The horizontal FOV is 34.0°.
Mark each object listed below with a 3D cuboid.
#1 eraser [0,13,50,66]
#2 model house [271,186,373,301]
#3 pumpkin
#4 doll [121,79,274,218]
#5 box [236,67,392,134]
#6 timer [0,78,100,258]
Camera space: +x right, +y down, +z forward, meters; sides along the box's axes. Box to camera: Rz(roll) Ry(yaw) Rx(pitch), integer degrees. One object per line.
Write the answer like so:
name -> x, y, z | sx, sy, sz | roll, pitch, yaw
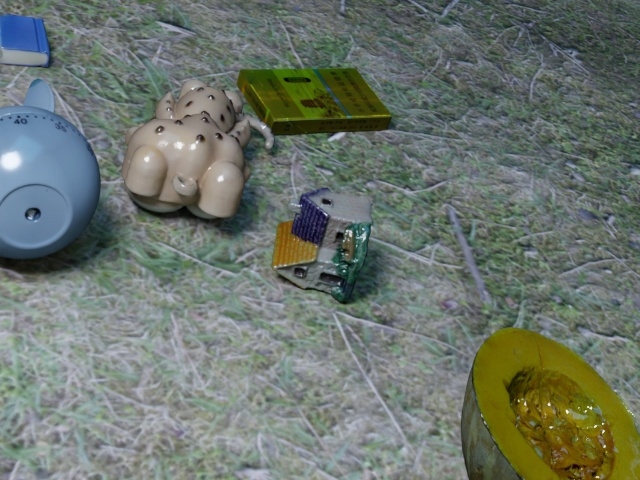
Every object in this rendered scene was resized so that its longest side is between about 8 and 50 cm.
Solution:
eraser -> -0.396, -0.266, 1.392 | 0.063, 0.027, 0.085 | 0, 42, -22
model house -> 0.000, 0.000, 1.189 | 0.100, 0.101, 0.088 | 15, 40, -5
pumpkin -> 0.215, 0.207, 1.045 | 0.217, 0.110, 0.217 | 23, 34, -17
doll -> -0.145, -0.117, 1.269 | 0.154, 0.119, 0.278 | 22, 28, 0
box -> -0.008, -0.199, 1.484 | 0.193, 0.030, 0.121 | -6, 45, -29
timer -> -0.315, -0.069, 1.122 | 0.175, 0.175, 0.255 | 10, 10, -13
